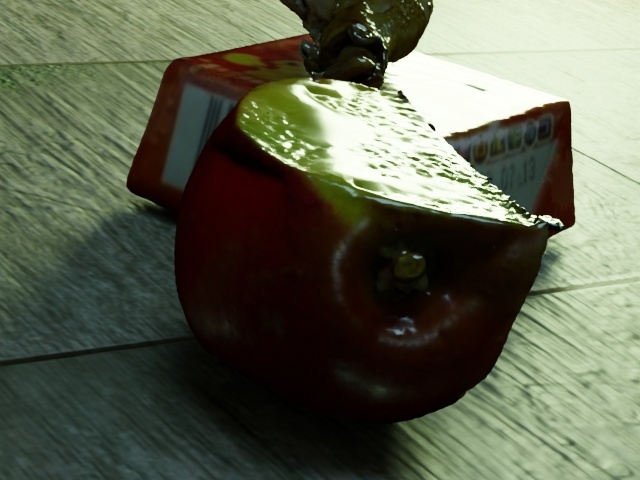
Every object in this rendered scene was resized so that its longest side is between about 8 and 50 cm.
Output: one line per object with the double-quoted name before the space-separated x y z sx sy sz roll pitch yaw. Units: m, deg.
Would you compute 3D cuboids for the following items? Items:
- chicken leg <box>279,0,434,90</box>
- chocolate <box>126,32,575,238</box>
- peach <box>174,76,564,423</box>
"chicken leg" 0.020 -0.148 1.194 0.101 0.085 0.207 41 24 -12
"chocolate" 0.030 -0.063 1.238 0.237 0.108 0.234 20 23 32
"peach" -0.005 0.000 0.983 0.154 0.159 0.267 11 20 -24
